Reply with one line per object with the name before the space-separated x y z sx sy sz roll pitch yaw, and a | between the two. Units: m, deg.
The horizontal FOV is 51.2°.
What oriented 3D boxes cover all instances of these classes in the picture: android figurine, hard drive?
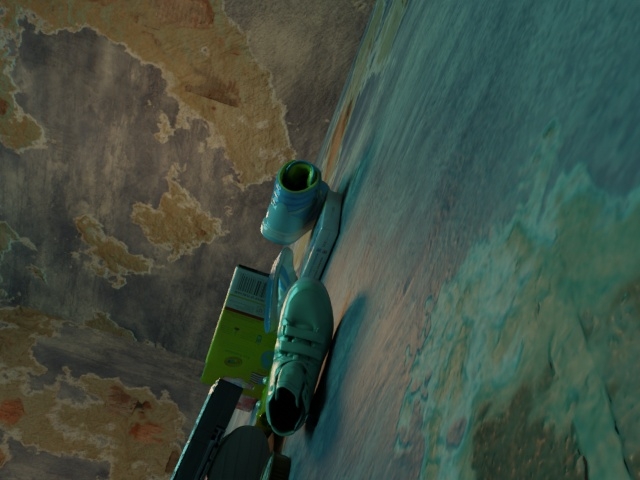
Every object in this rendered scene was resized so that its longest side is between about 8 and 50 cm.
android figurine | -0.097 0.326 1.503 0.273 0.056 0.248 119 168 -54
hard drive | -0.256 0.440 1.408 0.339 0.064 0.237 122 171 -63

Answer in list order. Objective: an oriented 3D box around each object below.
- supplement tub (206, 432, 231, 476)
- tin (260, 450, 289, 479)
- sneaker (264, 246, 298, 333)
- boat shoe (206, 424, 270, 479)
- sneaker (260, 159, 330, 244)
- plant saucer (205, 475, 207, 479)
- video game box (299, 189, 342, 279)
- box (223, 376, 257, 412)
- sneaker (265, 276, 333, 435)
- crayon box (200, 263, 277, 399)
supplement tub | -0.195 0.514 1.516 0.190 0.117 0.117 116 170 -54
tin | -0.091 0.452 1.131 0.189 0.040 0.106 -77 12 -45
sneaker | -0.084 0.128 1.671 0.087 0.092 0.228 128 149 -62
boat shoe | -0.191 0.543 1.352 0.119 0.121 0.335 135 151 -68
sneaker | -0.030 -0.136 1.745 0.319 0.127 0.208 -50 -18 -55
plant saucer | -0.355 0.852 2.133 0.332 0.084 0.332 -162 90 -84
video game box | 0.000 0.000 1.650 0.205 0.048 0.187 -81 9 -59
box | -0.245 0.419 2.168 0.300 0.142 0.154 116 170 -51
sneaker | -0.030 0.189 1.082 0.151 0.094 0.256 86 -167 -90
crayon box | -0.176 0.244 1.765 0.081 0.202 0.318 -149 79 -85
